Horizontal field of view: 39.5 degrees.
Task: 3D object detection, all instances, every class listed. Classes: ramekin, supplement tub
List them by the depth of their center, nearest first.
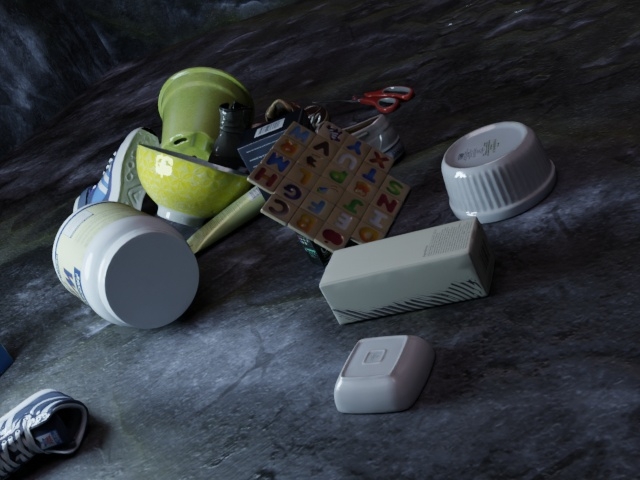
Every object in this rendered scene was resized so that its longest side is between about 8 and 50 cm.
[{"bbox_3d":[0.324,-0.133,1.661,0.207,0.109,0.207,-22,27,12],"label":"ramekin"},{"bbox_3d":[-0.412,0.050,1.891,0.235,0.235,0.325,-38,27,-20],"label":"supplement tub"}]

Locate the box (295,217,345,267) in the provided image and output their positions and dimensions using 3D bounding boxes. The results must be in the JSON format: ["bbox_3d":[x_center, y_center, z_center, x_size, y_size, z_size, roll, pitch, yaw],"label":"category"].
[{"bbox_3d":[0.000,0.000,1.756,0.062,0.083,0.052,-38,27,-21],"label":"box"}]

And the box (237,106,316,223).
[{"bbox_3d":[-0.067,-0.164,1.984,0.153,0.207,0.108,-19,27,15],"label":"box"}]

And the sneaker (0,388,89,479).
[{"bbox_3d":[-0.536,0.370,1.576,0.153,0.099,0.282,0,34,47],"label":"sneaker"}]

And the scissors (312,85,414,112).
[{"bbox_3d":[0.115,-0.383,2.386,0.297,0.021,0.109,13,51,42],"label":"scissors"}]

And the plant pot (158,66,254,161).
[{"bbox_3d":[-0.332,-0.296,2.465,0.276,0.276,0.253,-18,38,19],"label":"plant pot"}]

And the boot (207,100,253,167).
[{"bbox_3d":[-0.194,-0.266,2.269,0.084,0.161,0.246,18,10,19],"label":"boot"}]

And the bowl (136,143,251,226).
[{"bbox_3d":[-0.323,-0.122,2.177,0.289,0.290,0.156,27,102,60],"label":"bowl"}]

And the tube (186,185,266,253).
[{"bbox_3d":[-0.208,-0.052,2.097,0.240,0.062,0.070,-35,-15,-6],"label":"tube"}]

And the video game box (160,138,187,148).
[{"bbox_3d":[-0.433,-0.279,2.741,0.187,0.048,0.205,-15,28,30],"label":"video game box"}]

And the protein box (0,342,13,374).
[{"bbox_3d":[-0.825,0.260,1.943,0.136,0.199,0.201,-9,31,33],"label":"protein box"}]

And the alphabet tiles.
[{"bbox_3d":[0.024,-0.113,1.786,0.342,0.285,0.011,-58,-2,-47],"label":"alphabet tiles"}]

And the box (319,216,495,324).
[{"bbox_3d":[0.146,0.053,1.505,0.275,0.094,0.113,-14,29,28],"label":"box"}]

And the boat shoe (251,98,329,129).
[{"bbox_3d":[-0.083,-0.315,2.340,0.123,0.123,0.342,-10,19,33],"label":"boat shoe"}]

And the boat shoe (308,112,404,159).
[{"bbox_3d":[0.009,-0.231,2.088,0.367,0.156,0.136,-7,32,40],"label":"boat shoe"}]

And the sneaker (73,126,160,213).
[{"bbox_3d":[-0.578,-0.152,2.433,0.236,0.130,0.322,-1,71,39],"label":"sneaker"}]

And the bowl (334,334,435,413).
[{"bbox_3d":[0.092,0.193,1.348,0.142,0.053,0.142,-9,30,33],"label":"bowl"}]
